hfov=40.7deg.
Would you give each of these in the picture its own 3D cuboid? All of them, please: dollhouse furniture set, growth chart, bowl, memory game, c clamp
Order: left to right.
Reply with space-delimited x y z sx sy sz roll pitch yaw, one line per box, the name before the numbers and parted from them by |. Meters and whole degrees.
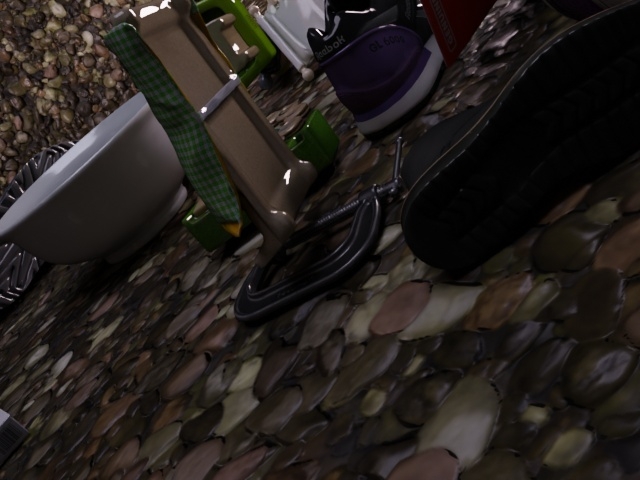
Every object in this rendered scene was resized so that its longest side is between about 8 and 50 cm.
bowl | -0.268 -0.065 1.120 0.297 0.134 0.298 -36 20 15
dollhouse furniture set | -0.111 -0.083 0.720 0.151 0.198 0.301 -33 13 17
memory game | -0.088 -0.107 1.054 0.186 0.012 0.186 -36 21 16
c clamp | 0.000 0.000 0.663 0.160 0.022 0.137 -30 28 25
growth chart | 0.026 -0.320 1.113 0.237 0.172 0.021 -40 -23 19

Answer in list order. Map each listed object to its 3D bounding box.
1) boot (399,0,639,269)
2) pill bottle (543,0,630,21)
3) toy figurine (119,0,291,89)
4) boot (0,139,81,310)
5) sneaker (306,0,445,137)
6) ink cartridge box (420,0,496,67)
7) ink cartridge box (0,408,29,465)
boot | 0.123 -0.080 0.527 0.197 0.077 0.137 -36 15 12
pill bottle | 0.194 -0.197 0.560 0.108 0.108 0.193 -39 11 7
toy figurine | -0.169 -0.274 1.271 0.213 0.209 0.148 -46 3 5
boot | -0.585 0.013 1.570 0.445 0.146 0.367 -23 25 52
sneaker | 0.071 -0.229 0.846 0.107 0.124 0.283 -27 24 33
ink cartridge box | 0.132 -0.323 0.707 0.060 0.275 0.239 3 46 39
ink cartridge box | -0.327 0.196 0.844 0.063 0.029 0.115 -51 21 -22
